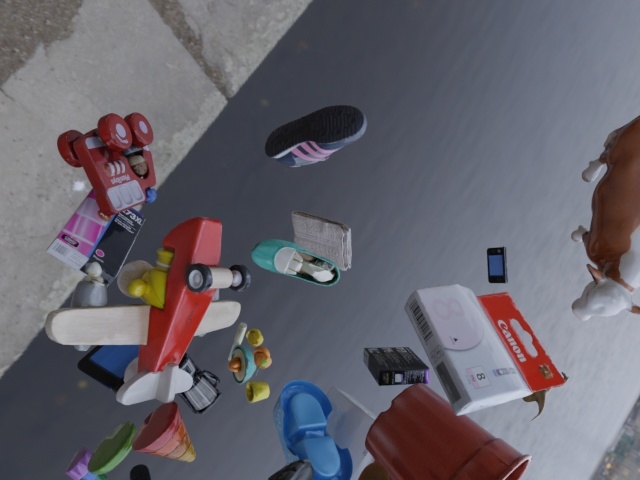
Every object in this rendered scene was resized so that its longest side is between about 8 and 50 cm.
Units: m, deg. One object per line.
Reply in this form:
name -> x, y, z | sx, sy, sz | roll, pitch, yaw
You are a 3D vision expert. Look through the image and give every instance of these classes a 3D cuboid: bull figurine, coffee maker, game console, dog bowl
bull figurine -> 0.443, -0.031, 0.766 | 0.188, 0.101, 0.310 | -26, 132, -80
coffee maker -> -0.433, 0.464, 1.677 | 0.178, 0.171, 0.120 | 54, 37, -14
game console -> 0.584, 0.082, 1.719 | 0.071, 0.107, 0.122 | 2, 86, -37
game console -> -0.594, 0.341, 1.692 | 0.250, 0.173, 0.293 | -33, -168, 42
dog bowl -> -0.029, 0.514, 1.350 | 0.166, 0.297, 0.074 | 10, 130, -38

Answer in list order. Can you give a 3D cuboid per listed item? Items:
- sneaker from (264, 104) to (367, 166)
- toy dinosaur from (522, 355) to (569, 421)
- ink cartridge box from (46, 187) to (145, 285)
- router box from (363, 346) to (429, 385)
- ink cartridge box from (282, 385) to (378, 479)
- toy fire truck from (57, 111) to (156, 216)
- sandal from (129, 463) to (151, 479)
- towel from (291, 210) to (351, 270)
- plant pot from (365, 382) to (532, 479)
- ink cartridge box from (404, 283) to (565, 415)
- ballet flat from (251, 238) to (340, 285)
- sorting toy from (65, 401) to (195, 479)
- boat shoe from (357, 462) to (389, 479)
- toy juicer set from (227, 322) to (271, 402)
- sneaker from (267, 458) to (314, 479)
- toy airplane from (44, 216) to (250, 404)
sneaker -> 0.007, -0.265, 1.360 | 0.131, 0.319, 0.112 | 24, 68, -47
toy dinosaur -> 0.416, 0.275, 0.973 | 0.092, 0.053, 0.183 | -49, -174, 18
ink cartridge box -> -0.614, -0.041, 1.474 | 0.176, 0.371, 0.069 | 39, 113, -24
router box -> 0.198, 0.331, 1.378 | 0.133, 0.179, 0.046 | 0, 96, -8
ink cartridge box -> 0.081, 0.620, 1.391 | 0.091, 0.385, 0.308 | 37, 82, -34
toy fire truck -> -0.563, -0.211, 1.456 | 0.302, 0.170, 0.253 | -56, 128, -72
sandal -> -0.452, 0.669, 1.330 | 0.067, 0.179, 0.040 | 1, 138, -33
towel -> 0.000, 0.000, 1.998 | 0.049, 0.282, 0.187 | -28, 124, -43
plant pot -> 0.255, 0.470, 1.116 | 0.272, 0.265, 0.272 | -29, 139, -28
ink cartridge box -> 0.270, 0.155, 0.820 | 0.233, 0.189, 0.066 | -7, 144, -23
ballet flat -> -0.048, 0.057, 1.277 | 0.247, 0.087, 0.083 | 19, 93, -33
sorting toy -> -0.411, 0.485, 1.156 | 0.126, 0.366, 0.127 | 51, 26, -20
boat shoe -> 0.100, 0.549, 1.013 | 0.073, 0.073, 0.207 | 75, 23, -44
toy juicer set -> -0.268, 0.389, 1.772 | 0.090, 0.329, 0.209 | 2, 104, -31
sneaker -> -0.080, 0.442, 0.762 | 0.101, 0.106, 0.267 | -43, 178, 41
toy airplane -> -0.351, 0.156, 1.129 | 0.384, 0.272, 0.386 | -41, 149, -26
